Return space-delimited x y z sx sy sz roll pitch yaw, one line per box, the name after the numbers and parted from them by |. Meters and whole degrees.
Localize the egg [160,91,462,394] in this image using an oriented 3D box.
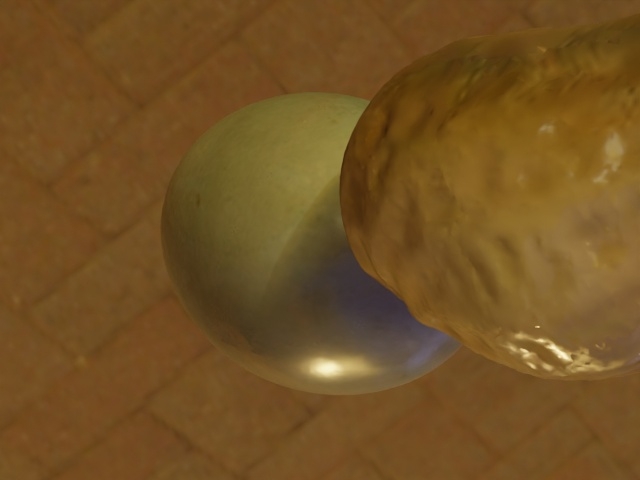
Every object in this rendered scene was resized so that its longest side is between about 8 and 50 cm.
0.000 0.000 0.754 0.114 0.152 0.114 -14 114 -35 | egg

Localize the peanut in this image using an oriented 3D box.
0.112 -0.015 0.598 0.120 0.236 0.110 -37 117 -48 | peanut
